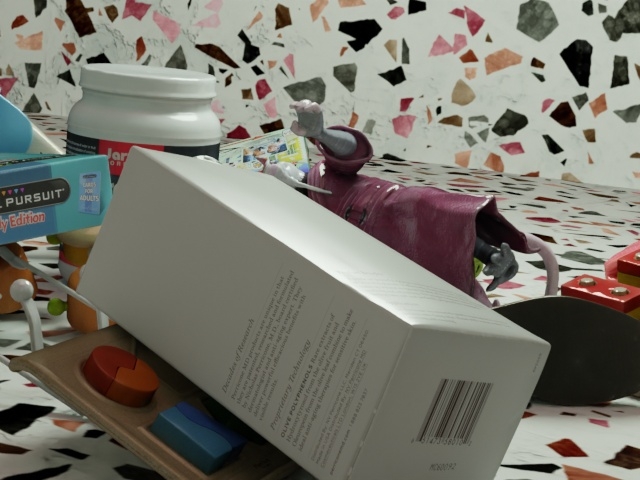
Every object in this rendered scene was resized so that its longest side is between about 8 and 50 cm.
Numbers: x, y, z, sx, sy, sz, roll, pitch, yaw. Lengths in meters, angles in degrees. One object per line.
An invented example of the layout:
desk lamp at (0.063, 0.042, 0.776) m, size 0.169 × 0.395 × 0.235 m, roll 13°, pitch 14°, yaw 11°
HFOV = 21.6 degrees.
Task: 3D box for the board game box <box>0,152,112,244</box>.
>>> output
board game box at (-0.426, -0.044, 1.828) m, size 0.254 × 0.079 × 0.336 m, roll -13°, pitch 11°, yaw -41°

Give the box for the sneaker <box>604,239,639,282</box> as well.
sneaker at (0.517, 0.058, 2.297) m, size 0.136 × 0.116 × 0.314 m, roll -13°, pitch 11°, yaw -32°

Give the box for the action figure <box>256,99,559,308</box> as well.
action figure at (0.077, -0.030, 1.937) m, size 0.370 × 0.248 × 0.276 m, roll 27°, pitch 23°, yaw 30°

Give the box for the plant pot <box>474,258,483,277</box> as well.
plant pot at (0.195, 0.021, 2.376) m, size 0.083 × 0.083 × 0.079 m, roll 3°, pitch 23°, yaw -15°

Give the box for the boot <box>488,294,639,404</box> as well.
boot at (0.199, 0.111, 1.753) m, size 0.305 × 0.112 × 0.115 m, roll 2°, pitch -1°, yaw -8°

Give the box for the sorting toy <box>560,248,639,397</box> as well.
sorting toy at (0.409, 0.084, 1.866) m, size 0.257 × 0.089 × 0.255 m, roll -21°, pitch 25°, yaw -38°

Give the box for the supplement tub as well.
supplement tub at (-0.223, -0.075, 2.082) m, size 0.191 × 0.272 × 0.191 m, roll 5°, pitch 10°, yaw -1°

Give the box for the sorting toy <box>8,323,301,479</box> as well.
sorting toy at (-0.099, 0.127, 1.447) m, size 0.229 × 0.041 × 0.307 m, roll 31°, pitch 17°, yaw 16°

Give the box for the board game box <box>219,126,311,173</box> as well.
board game box at (-0.167, -0.066, 2.298) m, size 0.317 × 0.046 × 0.213 m, roll -15°, pitch 22°, yaw 2°

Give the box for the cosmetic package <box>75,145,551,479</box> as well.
cosmetic package at (-0.014, 0.064, 1.422) m, size 0.197 × 0.155 × 0.365 m, roll 10°, pitch 16°, yaw -47°

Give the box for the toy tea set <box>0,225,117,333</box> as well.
toy tea set at (-0.226, 0.059, 1.887) m, size 0.336 × 0.124 × 0.200 m, roll 12°, pitch 40°, yaw 18°

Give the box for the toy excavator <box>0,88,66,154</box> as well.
toy excavator at (-0.419, -0.109, 2.190) m, size 0.445 × 0.433 × 0.222 m, roll 40°, pitch -4°, yaw -22°

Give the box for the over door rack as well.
over door rack at (-0.270, 0.062, 1.650) m, size 0.324 × 0.108 × 0.239 m, roll 17°, pitch 13°, yaw 24°
